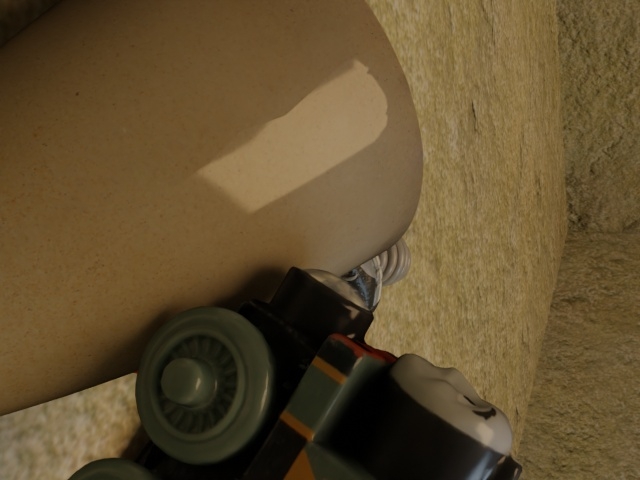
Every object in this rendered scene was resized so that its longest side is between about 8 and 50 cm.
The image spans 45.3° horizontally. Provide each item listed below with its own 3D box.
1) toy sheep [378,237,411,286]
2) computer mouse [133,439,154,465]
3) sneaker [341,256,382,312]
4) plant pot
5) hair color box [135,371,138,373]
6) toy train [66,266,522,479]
[{"bbox_3d":[0.082,0.021,1.052,0.132,0.091,0.091,5,91,-46],"label":"toy sheep"},{"bbox_3d":[-0.136,0.246,0.670,0.272,0.072,0.188,-77,154,-44],"label":"computer mouse"},{"bbox_3d":[0.000,0.000,0.894,0.132,0.086,0.229,-27,109,-55],"label":"sneaker"},{"bbox_3d":[-0.125,-0.027,0.459,0.274,0.256,0.256,-36,131,-31],"label":"plant pot"},{"bbox_3d":[-0.132,0.017,0.637,0.093,0.053,0.167,63,40,-48],"label":"hair color box"},{"bbox_3d":[-0.042,0.182,0.387,0.334,0.190,0.142,-58,154,-2],"label":"toy train"}]
